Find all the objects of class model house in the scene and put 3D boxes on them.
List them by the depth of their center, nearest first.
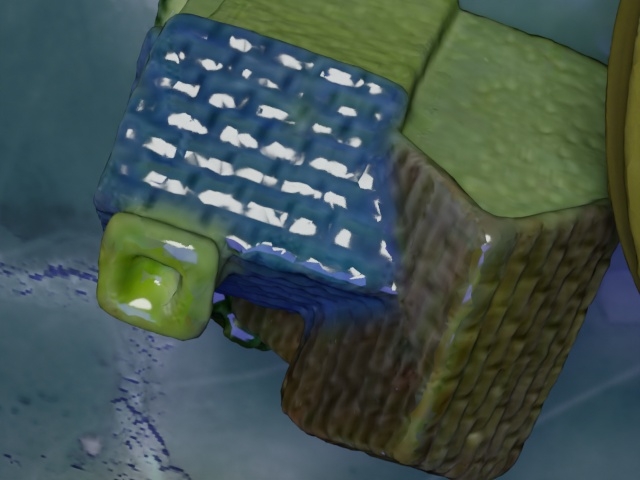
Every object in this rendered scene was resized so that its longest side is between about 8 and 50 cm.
[{"bbox_3d":[0.000,0.000,0.479,0.214,0.189,0.195,22,115,-1],"label":"model house"}]

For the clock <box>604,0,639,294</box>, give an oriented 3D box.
[{"bbox_3d":[0.168,-0.051,0.430,0.057,0.237,0.237,9,124,49],"label":"clock"}]
